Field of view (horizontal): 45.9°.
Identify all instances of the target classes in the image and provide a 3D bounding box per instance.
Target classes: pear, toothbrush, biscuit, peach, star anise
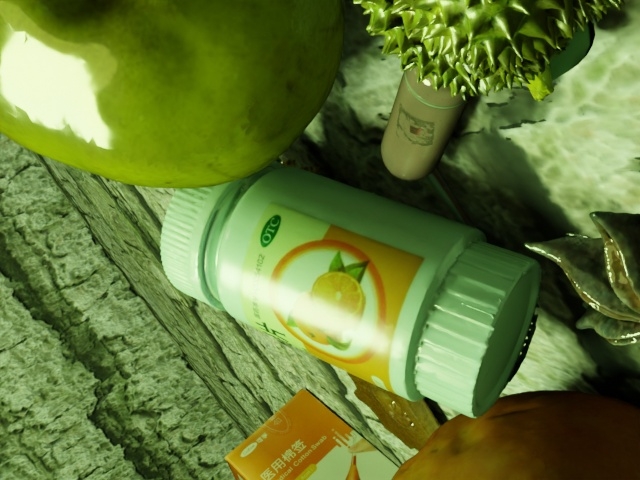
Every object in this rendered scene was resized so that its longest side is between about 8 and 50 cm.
[{"bbox_3d":[-0.120,-0.174,0.601,0.287,0.287,0.375,49,178,4],"label":"pear"},{"bbox_3d":[0.136,-0.007,0.687,0.193,0.013,0.019,55,163,-13],"label":"toothbrush"},{"bbox_3d":[0.110,0.243,1.131,0.182,0.034,0.215,58,161,-15],"label":"biscuit"},{"bbox_3d":[0.216,0.298,0.639,0.343,0.301,0.343,59,-170,-18],"label":"peach"},{"bbox_3d":[0.229,0.035,0.493,0.180,0.061,0.204,35,162,6],"label":"star anise"}]

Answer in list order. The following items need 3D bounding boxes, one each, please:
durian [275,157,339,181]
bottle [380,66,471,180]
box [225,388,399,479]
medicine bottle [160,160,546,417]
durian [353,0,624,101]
[{"bbox_3d":[0.000,0.001,0.857,0.341,0.112,0.191,22,118,28],"label":"durian"},{"bbox_3d":[0.082,-0.100,0.588,0.053,0.053,0.140,45,158,14],"label":"bottle"},{"bbox_3d":[0.004,0.478,1.476,0.341,0.225,0.143,32,150,39],"label":"box"},{"bbox_3d":[0.024,0.032,0.681,0.318,0.158,0.158,20,147,27],"label":"medicine bottle"},{"bbox_3d":[0.079,-0.156,0.369,0.159,0.146,0.198,49,156,10],"label":"durian"}]
